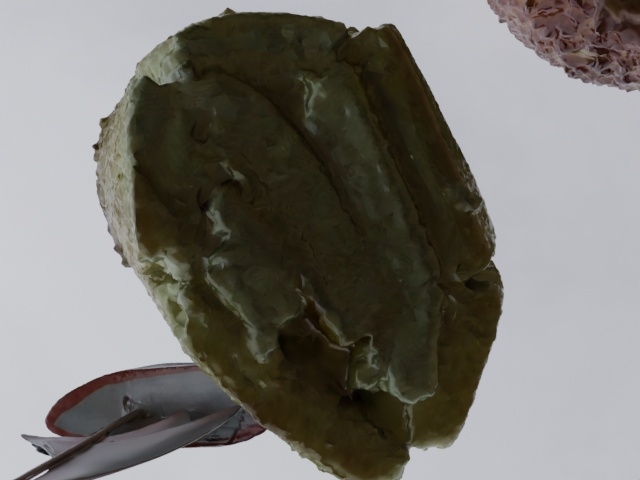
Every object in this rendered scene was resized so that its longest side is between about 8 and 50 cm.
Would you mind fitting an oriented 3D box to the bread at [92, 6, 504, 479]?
[{"bbox_3d":[0.000,0.000,0.823,0.186,0.124,0.257,-32,-85,-7],"label":"bread"}]

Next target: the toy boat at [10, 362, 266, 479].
[{"bbox_3d":[-0.131,0.145,1.229,0.318,0.219,0.072,-97,-3,-86],"label":"toy boat"}]

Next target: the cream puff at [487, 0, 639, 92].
[{"bbox_3d":[0.286,-0.238,1.245,0.350,0.350,0.228,-65,-33,-50],"label":"cream puff"}]

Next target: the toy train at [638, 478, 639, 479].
[{"bbox_3d":[0.289,0.258,1.291,0.100,0.160,0.296,36,173,27],"label":"toy train"}]
